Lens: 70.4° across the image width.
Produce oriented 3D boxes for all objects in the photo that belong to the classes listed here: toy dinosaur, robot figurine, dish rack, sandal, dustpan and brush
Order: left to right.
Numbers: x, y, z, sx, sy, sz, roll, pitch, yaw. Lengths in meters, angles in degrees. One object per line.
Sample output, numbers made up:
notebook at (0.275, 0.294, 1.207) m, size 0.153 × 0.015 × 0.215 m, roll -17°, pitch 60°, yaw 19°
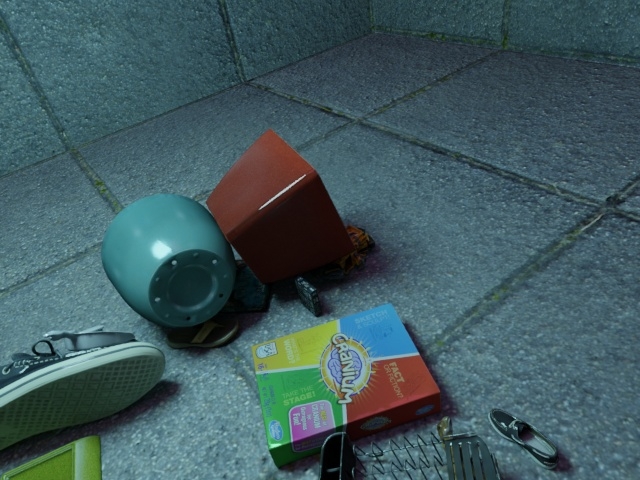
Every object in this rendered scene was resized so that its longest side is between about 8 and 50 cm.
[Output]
dustpan and brush at (-0.539, 0.217, 1.022) m, size 0.147 × 0.060 × 0.211 m, roll -5°, pitch 0°, yaw 9°
sandal at (-0.280, 0.212, 1.063) m, size 0.180 × 0.049 × 0.072 m, roll -8°, pitch 37°, yaw 6°
robot figurine at (0.000, 0.000, 1.234) m, size 0.291 × 0.085 × 0.211 m, roll 21°, pitch 49°, yaw 36°
dish rack at (0.129, 0.381, 0.670) m, size 0.271 × 0.074 × 0.208 m, roll -19°, pitch 35°, yaw 20°
toy dinosaur at (0.227, 0.385, 0.710) m, size 0.112 × 0.064 × 0.211 m, roll -18°, pitch 34°, yaw 22°

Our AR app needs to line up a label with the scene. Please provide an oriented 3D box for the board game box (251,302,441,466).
board game box at (0.038, 0.267, 0.892) m, size 0.316 × 0.064 × 0.242 m, roll -17°, pitch 37°, yaw -6°

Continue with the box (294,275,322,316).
box at (-0.029, 0.132, 1.070) m, size 0.018 × 0.083 × 0.067 m, roll -31°, pitch 41°, yaw -23°

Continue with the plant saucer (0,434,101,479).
plant saucer at (-0.495, 0.455, 0.810) m, size 0.188 × 0.045 × 0.188 m, roll -23°, pitch 38°, yaw -13°

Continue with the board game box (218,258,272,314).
board game box at (-0.189, 0.115, 1.185) m, size 0.126 × 0.026 × 0.186 m, roll -5°, pitch 38°, yaw 8°

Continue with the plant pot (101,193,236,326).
plant pot at (-0.328, 0.063, 1.046) m, size 0.293 × 0.293 × 0.235 m, roll -29°, pitch 33°, yaw -21°

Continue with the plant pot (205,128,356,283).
plant pot at (-0.113, -0.060, 1.087) m, size 0.235 × 0.267 × 0.267 m, roll -34°, pitch 43°, yaw -6°

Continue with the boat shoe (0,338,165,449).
boat shoe at (-0.567, 0.297, 0.927) m, size 0.500 × 0.187 × 0.156 m, roll -20°, pitch 43°, yaw -2°

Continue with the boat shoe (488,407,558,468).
boat shoe at (0.338, 0.323, 0.760) m, size 0.046 × 0.038 × 0.125 m, roll -27°, pitch 40°, yaw -19°
